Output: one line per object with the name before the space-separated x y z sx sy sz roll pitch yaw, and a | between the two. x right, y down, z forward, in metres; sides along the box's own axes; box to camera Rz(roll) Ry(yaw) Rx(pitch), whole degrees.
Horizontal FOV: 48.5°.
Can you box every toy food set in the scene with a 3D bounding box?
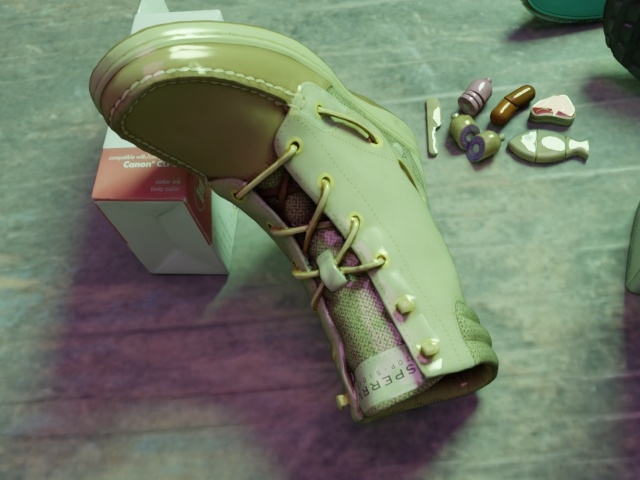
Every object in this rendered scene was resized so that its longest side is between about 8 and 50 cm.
toy food set | 0.146 -0.097 0.557 0.122 0.019 0.078 -2 63 6

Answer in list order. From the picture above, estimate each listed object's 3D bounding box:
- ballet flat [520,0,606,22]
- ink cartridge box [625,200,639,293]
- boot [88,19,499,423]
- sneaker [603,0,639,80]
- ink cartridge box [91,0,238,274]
ballet flat | 0.256 -0.226 0.595 0.188 0.070 0.070 -5 62 2
ink cartridge box | 0.275 -0.023 0.406 0.139 0.191 0.082 13 65 13
boot | 0.000 0.000 0.412 0.095 0.262 0.204 -32 61 29
sneaker | 0.360 -0.166 0.538 0.283 0.107 0.124 12 47 11
ink cartridge box | -0.098 -0.087 0.528 0.067 0.115 0.198 0 63 8
